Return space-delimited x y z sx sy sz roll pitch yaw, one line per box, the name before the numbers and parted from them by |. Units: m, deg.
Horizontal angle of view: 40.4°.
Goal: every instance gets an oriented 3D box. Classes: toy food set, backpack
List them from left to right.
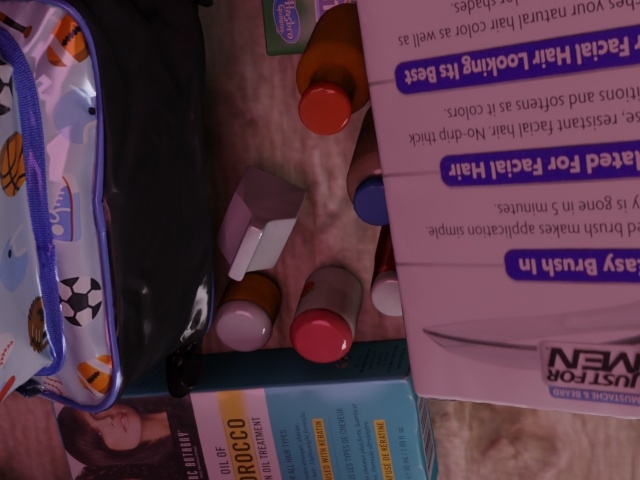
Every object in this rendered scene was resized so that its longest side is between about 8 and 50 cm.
backpack | -0.206 -0.037 0.493 0.263 0.213 0.277 13 110 28
toy food set | 0.000 0.000 0.488 0.111 0.104 0.232 25 123 -5

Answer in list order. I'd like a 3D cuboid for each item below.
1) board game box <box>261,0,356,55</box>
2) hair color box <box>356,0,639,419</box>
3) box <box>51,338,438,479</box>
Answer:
board game box | 0.064 -0.264 0.447 0.213 0.046 0.318 -1 106 14
hair color box | 0.118 -0.099 0.366 0.185 0.110 0.339 0 103 37
box | -0.050 0.131 0.585 0.244 0.060 0.101 -7 105 15
